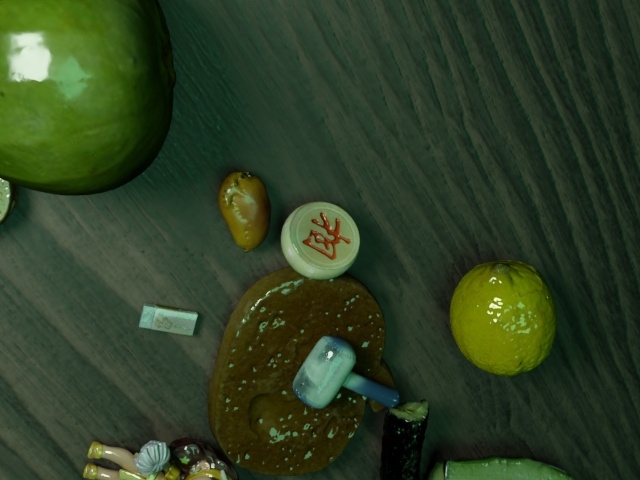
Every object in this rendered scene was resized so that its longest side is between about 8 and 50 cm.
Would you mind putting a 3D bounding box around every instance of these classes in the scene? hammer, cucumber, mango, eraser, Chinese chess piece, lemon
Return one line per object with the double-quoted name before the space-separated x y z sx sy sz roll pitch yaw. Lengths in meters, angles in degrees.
"hammer" 0.053 0.228 1.135 0.194 0.069 0.116 29 96 -31
"cucumber" 0.344 0.477 1.347 0.325 0.105 0.145 7 78 -19
"mango" -0.111 -0.044 1.060 0.077 0.063 0.127 -18 116 -17
"eraser" -0.234 0.121 1.096 0.083 0.019 0.038 12 104 -20
"Chinese chess piece" 0.000 0.000 1.084 0.122 0.051 0.122 7 67 -15
"lemon" 0.305 0.128 1.184 0.181 0.180 0.193 -29 91 -7
"cucumber" 0.143 0.405 1.257 0.081 0.072 0.303 -8 121 -15

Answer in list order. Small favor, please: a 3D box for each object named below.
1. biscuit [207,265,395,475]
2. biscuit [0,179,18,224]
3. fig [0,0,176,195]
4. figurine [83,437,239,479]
"biscuit" -0.020 0.217 1.171 0.314 0.063 0.367 10 104 -24
"biscuit" -0.495 -0.072 0.941 0.170 0.050 0.170 -2 100 -12
"fig" -0.328 -0.192 0.832 0.316 0.316 0.316 -5 108 -16
"figurine" -0.248 0.377 1.120 0.240 0.116 0.174 13 102 -14
